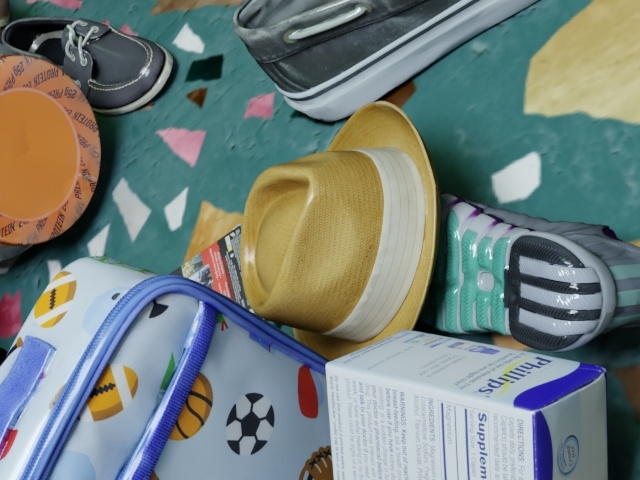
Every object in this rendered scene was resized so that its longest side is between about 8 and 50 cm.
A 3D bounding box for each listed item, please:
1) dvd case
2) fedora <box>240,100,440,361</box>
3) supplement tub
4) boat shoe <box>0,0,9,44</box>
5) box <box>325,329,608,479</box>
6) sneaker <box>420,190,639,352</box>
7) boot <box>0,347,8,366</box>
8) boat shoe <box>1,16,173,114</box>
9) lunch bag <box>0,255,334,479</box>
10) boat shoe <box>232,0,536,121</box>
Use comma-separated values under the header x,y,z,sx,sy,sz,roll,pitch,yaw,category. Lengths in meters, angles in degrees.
x,y,z,sx,sy,sz,roll,pitch,yaw,category
-0.093,0.052,0.933,0.119,0.013,0.087,-34,48,18,dvd case
0.000,0.000,0.793,0.194,0.079,0.194,-22,65,60,fedora
-0.350,-0.075,1.094,0.316,0.193,0.194,2,66,39,supplement tub
-0.374,-0.216,1.271,0.257,0.095,0.095,-138,48,-62,boat shoe
0.078,0.125,0.667,0.137,0.072,0.126,9,108,42,box
0.124,0.019,0.748,0.223,0.098,0.083,-153,63,-64,sneaker
-0.370,0.156,1.044,0.263,0.091,0.229,32,87,43,boot
-0.216,-0.164,1.126,0.206,0.065,0.075,16,75,44,boat shoe
-0.115,0.173,0.714,0.115,0.243,0.303,13,73,44,lunch bag
0.085,-0.212,0.869,0.335,0.119,0.121,-39,46,15,boat shoe
